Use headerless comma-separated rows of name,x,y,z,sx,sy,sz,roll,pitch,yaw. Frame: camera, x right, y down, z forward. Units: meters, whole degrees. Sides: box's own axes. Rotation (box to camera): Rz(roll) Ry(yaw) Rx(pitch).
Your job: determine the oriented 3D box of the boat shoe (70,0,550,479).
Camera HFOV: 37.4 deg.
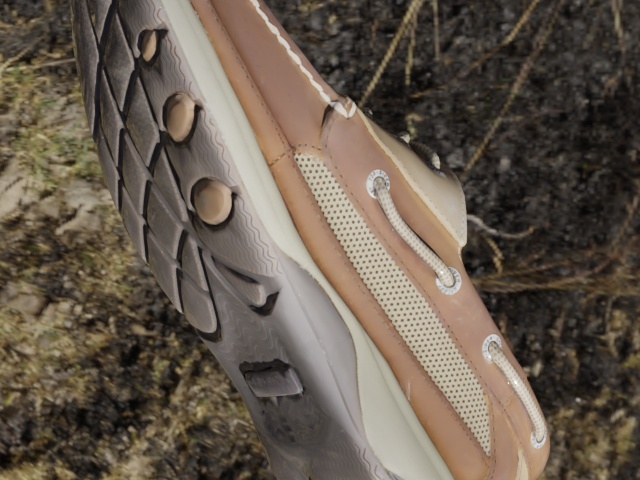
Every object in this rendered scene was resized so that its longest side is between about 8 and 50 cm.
boat shoe,0.000,0.000,0.417,0.116,0.123,0.324,-32,102,-30
